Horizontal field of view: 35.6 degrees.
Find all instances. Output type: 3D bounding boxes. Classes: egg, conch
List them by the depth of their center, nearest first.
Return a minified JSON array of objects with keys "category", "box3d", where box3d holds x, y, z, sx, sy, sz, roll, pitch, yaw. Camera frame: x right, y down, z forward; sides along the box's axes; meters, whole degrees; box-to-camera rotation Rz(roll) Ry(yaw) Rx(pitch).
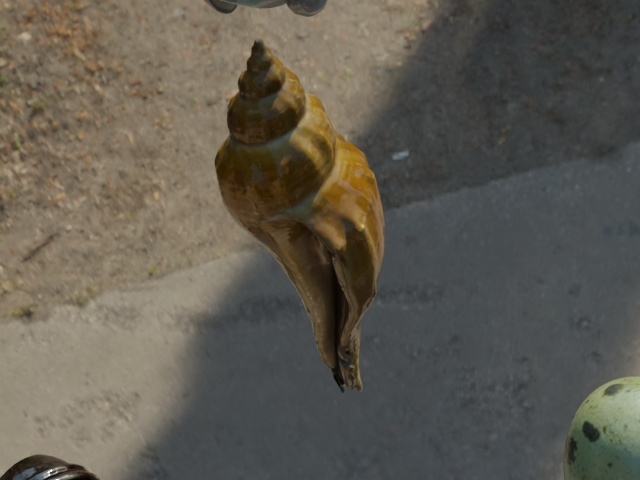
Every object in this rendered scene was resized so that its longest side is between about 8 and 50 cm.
[{"category":"conch","box3d":[0.002,-0.004,0.694,0.109,0.330,0.093,11,55,28]},{"category":"egg","box3d":[0.424,0.296,1.376,0.177,0.177,0.228,37,107,24]}]

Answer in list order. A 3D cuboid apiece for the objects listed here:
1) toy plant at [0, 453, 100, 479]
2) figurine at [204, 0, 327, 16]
[{"category":"toy plant","box3d":[-0.403,0.445,1.524,0.235,0.175,0.218,31,71,35]},{"category":"figurine","box3d":[-0.040,-0.398,1.181,0.361,0.377,0.266,27,86,19]}]
